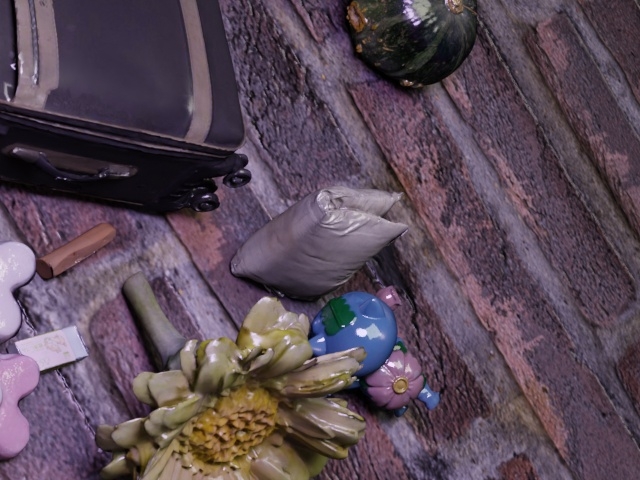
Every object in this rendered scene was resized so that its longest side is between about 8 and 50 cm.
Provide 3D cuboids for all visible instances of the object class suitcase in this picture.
[{"bbox_3d":[-0.265,-0.190,2.047,0.434,0.194,0.283,10,57,-39],"label":"suitcase"}]

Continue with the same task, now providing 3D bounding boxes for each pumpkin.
[{"bbox_3d":[0.121,-0.295,2.532,0.190,0.146,0.190,26,49,-34],"label":"pumpkin"}]

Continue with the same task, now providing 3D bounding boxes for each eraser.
[{"bbox_3d":[-0.274,0.112,1.969,0.083,0.019,0.038,-14,73,-49],"label":"eraser"}]

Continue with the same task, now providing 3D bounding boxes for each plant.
[{"bbox_3d":[-0.125,0.181,1.986,0.261,0.297,0.306,-63,159,-22],"label":"plant"}]

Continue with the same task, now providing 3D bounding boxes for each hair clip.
[{"bbox_3d":[-0.337,0.091,1.888,0.146,0.075,0.257,12,61,-44],"label":"hair clip"}]

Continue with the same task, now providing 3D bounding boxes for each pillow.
[{"bbox_3d":[0.000,0.000,2.191,0.134,0.181,0.078,11,55,-41],"label":"pillow"}]

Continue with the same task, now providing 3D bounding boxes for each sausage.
[{"bbox_3d":[-0.256,0.008,2.053,0.026,0.026,0.116,55,39,-1],"label":"sausage"}]

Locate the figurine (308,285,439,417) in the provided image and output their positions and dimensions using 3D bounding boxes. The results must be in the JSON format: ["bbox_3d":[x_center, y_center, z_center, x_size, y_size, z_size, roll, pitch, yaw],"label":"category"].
[{"bbox_3d":[0.058,0.125,2.240,0.178,0.114,0.144,49,21,-25],"label":"figurine"}]
